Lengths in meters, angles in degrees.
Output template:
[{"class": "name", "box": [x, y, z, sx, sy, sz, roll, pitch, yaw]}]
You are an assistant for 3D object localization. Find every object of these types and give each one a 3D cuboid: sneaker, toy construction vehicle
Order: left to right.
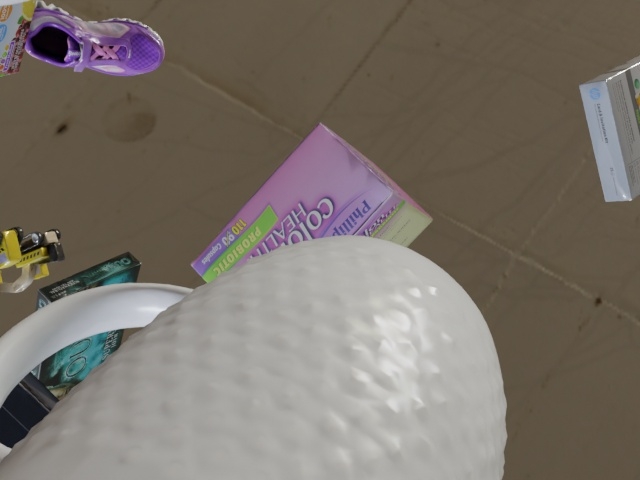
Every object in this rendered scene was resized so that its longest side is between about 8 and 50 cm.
[{"class": "toy construction vehicle", "box": [-0.233, 0.020, 0.676, 0.098, 0.086, 0.035, -22, -94, 26]}, {"class": "sneaker", "box": [-0.360, -0.301, 1.442, 0.237, 0.095, 0.104, 9, -156, -19]}]

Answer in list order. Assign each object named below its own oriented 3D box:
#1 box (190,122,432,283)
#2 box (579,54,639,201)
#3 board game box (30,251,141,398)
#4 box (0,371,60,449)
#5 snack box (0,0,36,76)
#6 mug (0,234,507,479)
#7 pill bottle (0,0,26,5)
[{"class": "box", "box": [0.000, 0.000, 1.094, 0.117, 0.243, 0.213, 45, -82, 15]}, {"class": "box", "box": [0.388, -0.144, 1.116, 0.038, 0.145, 0.186, -2, -161, 47]}, {"class": "board game box", "box": [-0.279, 0.107, 1.076, 0.026, 0.186, 0.126, 39, -139, 22]}, {"class": "box", "box": [-0.313, 0.175, 0.736, 0.207, 0.108, 0.153, -44, -79, -14]}, {"class": "snack box", "box": [-0.465, -0.317, 1.254, 0.070, 0.174, 0.207, 30, -63, 11]}, {"class": "mug", "box": [-0.066, 0.139, 0.618, 0.374, 0.276, 0.328, 20, -137, 21]}, {"class": "pill bottle", "box": [-0.207, -0.241, 0.502, 0.160, 0.160, 0.283, -37, -141, -4]}]
